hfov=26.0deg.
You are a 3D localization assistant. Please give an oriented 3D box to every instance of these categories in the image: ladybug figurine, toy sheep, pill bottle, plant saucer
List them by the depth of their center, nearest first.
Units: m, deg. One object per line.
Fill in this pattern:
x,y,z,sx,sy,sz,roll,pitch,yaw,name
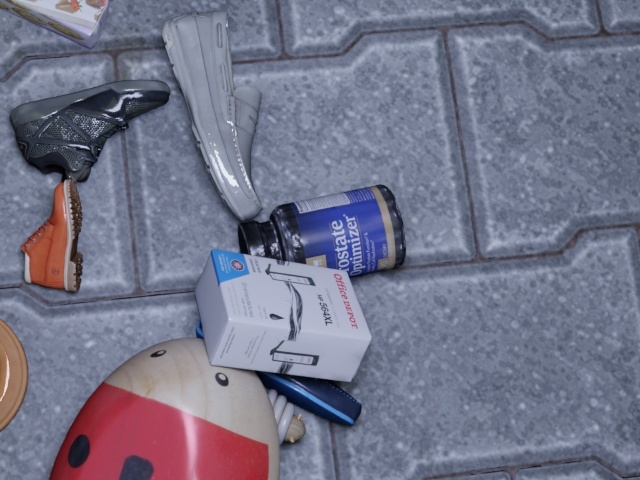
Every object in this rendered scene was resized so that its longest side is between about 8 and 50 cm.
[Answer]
-0.222,0.339,1.784,0.305,0.162,0.449,15,83,16,ladybug figurine
-0.499,0.182,1.883,0.199,0.037,0.200,2,77,-8,plant saucer
-0.082,0.241,1.900,0.132,0.091,0.091,18,75,-3,toy sheep
0.000,0.000,1.949,0.219,0.123,0.123,-12,79,-10,pill bottle

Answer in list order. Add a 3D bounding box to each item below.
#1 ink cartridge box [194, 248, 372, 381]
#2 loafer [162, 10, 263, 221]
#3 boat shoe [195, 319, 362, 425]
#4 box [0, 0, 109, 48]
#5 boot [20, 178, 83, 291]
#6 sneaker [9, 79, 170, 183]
-0.051,0.099,1.835,0.203,0.086,0.148,9,35,-23,ink cartridge box
-0.134,-0.184,1.979,0.111,0.112,0.320,-18,80,-3,loafer
-0.047,0.160,1.916,0.258,0.109,0.089,33,72,-1,boat shoe
-0.463,-0.377,2.003,0.324,0.067,0.063,25,75,-2,box
-0.372,-0.009,1.914,0.084,0.059,0.158,6,102,4,boot
-0.313,-0.150,1.962,0.227,0.087,0.130,-16,82,-8,sneaker
